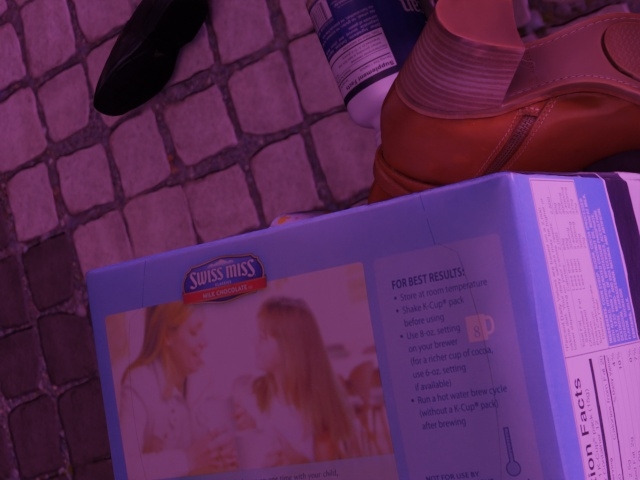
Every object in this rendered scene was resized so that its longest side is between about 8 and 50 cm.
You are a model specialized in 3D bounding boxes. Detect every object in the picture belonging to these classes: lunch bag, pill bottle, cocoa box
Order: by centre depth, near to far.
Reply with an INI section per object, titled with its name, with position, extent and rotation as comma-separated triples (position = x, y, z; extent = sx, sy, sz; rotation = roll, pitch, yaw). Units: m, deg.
[cocoa box]
position = 0.048, 0.096, 0.888
extent = 0.347, 0.228, 0.231
rotation = -13, 84, 34
[pill bottle]
position = 0.057, -0.155, 1.122
extent = 0.094, 0.094, 0.169
rotation = -28, 78, 32
[lunch bag]
position = 0.000, 0.000, 1.175
extent = 0.071, 0.083, 0.053
rotation = 7, 96, 33

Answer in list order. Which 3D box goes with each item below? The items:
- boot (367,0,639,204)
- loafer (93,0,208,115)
[boot]
position = 0.184, -0.068, 1.024
extent = 0.220, 0.283, 0.109
rotation = 109, 164, -47
[loafer]
position = -0.175, -0.197, 1.305
extent = 0.170, 0.062, 0.061
rotation = -46, 46, 23
